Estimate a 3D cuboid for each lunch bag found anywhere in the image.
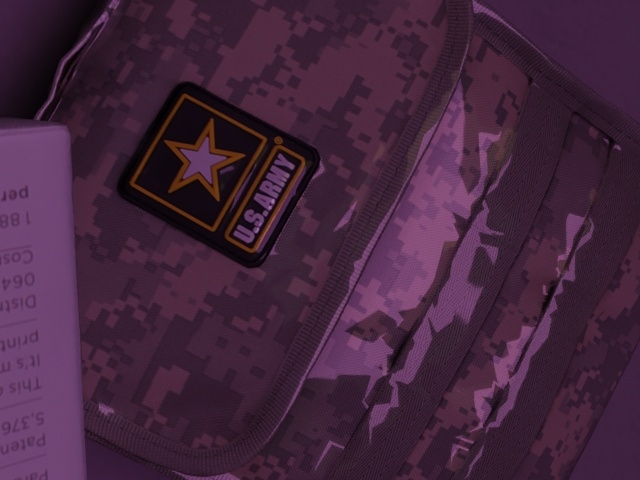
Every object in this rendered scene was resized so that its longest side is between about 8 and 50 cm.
[{"bbox_3d":[0.000,0.000,0.534,0.287,0.169,0.235,30,85,-28],"label":"lunch bag"}]

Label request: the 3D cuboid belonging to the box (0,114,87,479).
[{"bbox_3d":[-0.194,0.132,0.379,0.168,0.215,0.345,-11,106,-40],"label":"box"}]
